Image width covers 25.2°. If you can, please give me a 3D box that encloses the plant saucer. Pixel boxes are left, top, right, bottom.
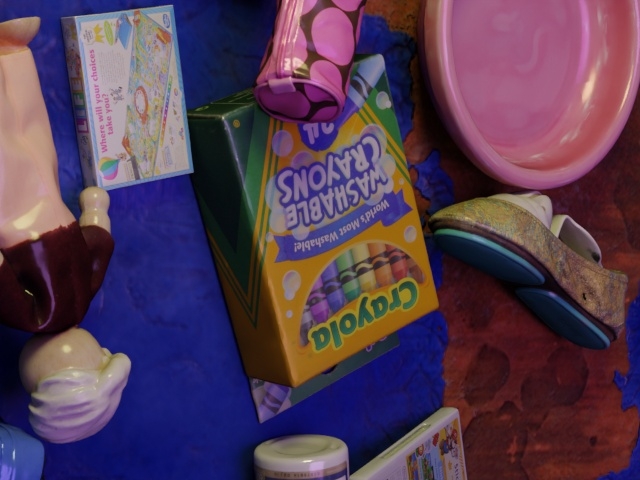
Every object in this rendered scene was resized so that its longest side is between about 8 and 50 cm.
[{"bbox_3d":[0.221,-0.223,1.561,0.332,0.084,0.332,-4,96,-40],"label":"plant saucer"}]

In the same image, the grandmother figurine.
[{"bbox_3d":[-0.233,-0.004,1.159,0.208,0.104,0.342,-20,98,-55],"label":"grandmother figurine"}]

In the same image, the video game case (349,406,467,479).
[{"bbox_3d":[0.104,0.318,1.517,0.206,0.026,0.226,-25,111,-54],"label":"video game case"}]

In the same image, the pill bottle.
[{"bbox_3d":[-0.016,0.283,1.404,0.094,0.094,0.169,-9,100,-39],"label":"pill bottle"}]

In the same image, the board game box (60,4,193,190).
[{"bbox_3d":[-0.171,-0.128,1.277,0.103,0.026,0.154,-14,104,-38],"label":"board game box"}]

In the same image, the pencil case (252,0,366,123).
[{"bbox_3d":[-0.006,-0.213,1.277,0.098,0.095,0.209,53,44,-73],"label":"pencil case"}]

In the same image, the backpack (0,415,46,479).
[{"bbox_3d":[-0.284,0.193,1.153,0.101,0.120,0.098,12,87,-40],"label":"backpack"}]

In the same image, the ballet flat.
[{"bbox_3d":[0.238,0.011,1.579,0.348,0.123,0.123,34,73,-43],"label":"ballet flat"}]

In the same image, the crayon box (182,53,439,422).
[{"bbox_3d":[0.000,0.000,1.397,0.203,0.083,0.322,-26,111,-35],"label":"crayon box"}]
